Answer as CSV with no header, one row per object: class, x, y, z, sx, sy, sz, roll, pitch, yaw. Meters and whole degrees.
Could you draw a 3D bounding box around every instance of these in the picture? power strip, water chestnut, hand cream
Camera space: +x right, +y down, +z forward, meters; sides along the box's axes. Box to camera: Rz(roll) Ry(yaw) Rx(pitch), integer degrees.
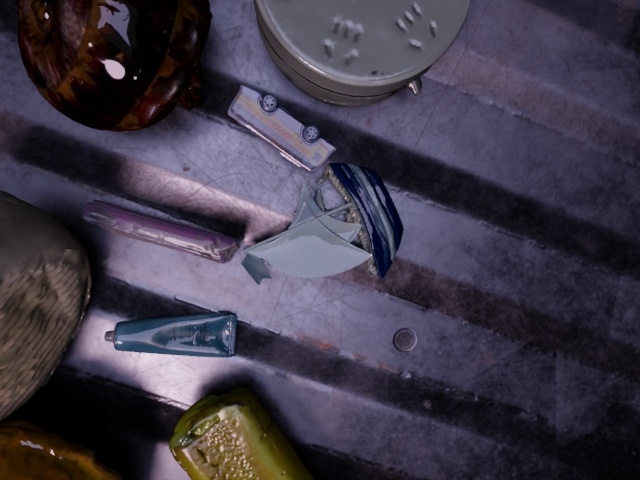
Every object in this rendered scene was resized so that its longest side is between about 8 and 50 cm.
power strip,0.066,-0.390,0.723,0.356,0.161,0.358,-1,95,-6
water chestnut,-0.274,-0.291,0.670,0.299,0.300,0.301,-1,95,-6
hand cream,-0.263,0.171,0.805,0.223,0.048,0.083,1,92,-11

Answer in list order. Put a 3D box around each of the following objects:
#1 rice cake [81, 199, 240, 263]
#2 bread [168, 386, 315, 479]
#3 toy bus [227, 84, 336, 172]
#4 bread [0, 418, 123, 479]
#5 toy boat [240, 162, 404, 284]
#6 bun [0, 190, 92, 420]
rice cake,-0.273,-0.014,0.777,0.269,0.055,0.049,16,89,-5
bread,-0.104,0.432,0.805,0.166,0.112,0.384,-34,98,-5
toy bus,-0.065,-0.191,0.778,0.190,0.064,0.075,36,97,-8
bread,-0.489,0.456,0.688,0.397,0.215,0.399,-2,117,-4
toy boat,0.003,-0.031,0.798,0.291,0.070,0.210,-2,93,-3
bun,-0.497,0.094,0.628,0.210,0.360,0.360,21,93,-1
